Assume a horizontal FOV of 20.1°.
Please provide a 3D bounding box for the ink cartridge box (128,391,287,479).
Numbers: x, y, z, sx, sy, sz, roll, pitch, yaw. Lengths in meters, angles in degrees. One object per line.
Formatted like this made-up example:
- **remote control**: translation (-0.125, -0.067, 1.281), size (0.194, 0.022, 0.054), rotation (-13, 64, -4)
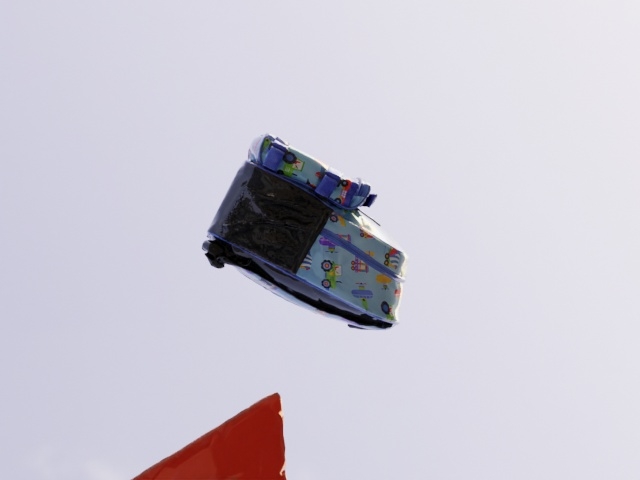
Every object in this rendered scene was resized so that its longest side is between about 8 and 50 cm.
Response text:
- **ink cartridge box**: translation (-0.080, 0.297, 0.725), size (0.308, 0.091, 0.385), rotation (-30, -52, -37)

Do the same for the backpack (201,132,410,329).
- **backpack**: translation (0.000, 0.000, 1.466), size (0.173, 0.158, 0.117), rotation (27, -92, -3)
